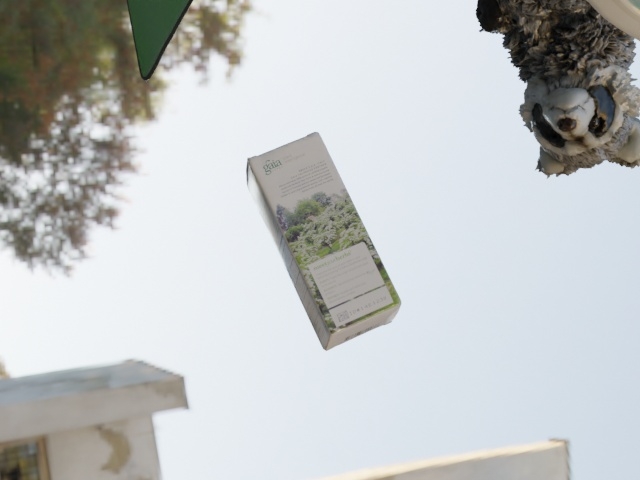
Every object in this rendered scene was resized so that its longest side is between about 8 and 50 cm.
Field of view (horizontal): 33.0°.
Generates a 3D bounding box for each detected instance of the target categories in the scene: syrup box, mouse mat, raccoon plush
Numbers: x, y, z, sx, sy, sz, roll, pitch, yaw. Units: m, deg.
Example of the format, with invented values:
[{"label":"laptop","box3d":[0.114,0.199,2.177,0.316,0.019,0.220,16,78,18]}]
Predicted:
[{"label":"syrup box","box3d":[0.000,0.000,1.287,0.096,0.093,0.237,103,-38,-72]},{"label":"mouse mat","box3d":[-0.143,-0.260,1.007,0.189,0.007,0.152,-46,-130,46]},{"label":"raccoon plush","box3d":[0.419,-0.293,1.573,0.216,0.446,0.299,1,-58,47]}]

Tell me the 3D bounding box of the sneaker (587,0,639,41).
[{"label":"sneaker","box3d":[0.402,-0.257,1.096,0.150,0.366,0.135,-35,-157,56]}]
